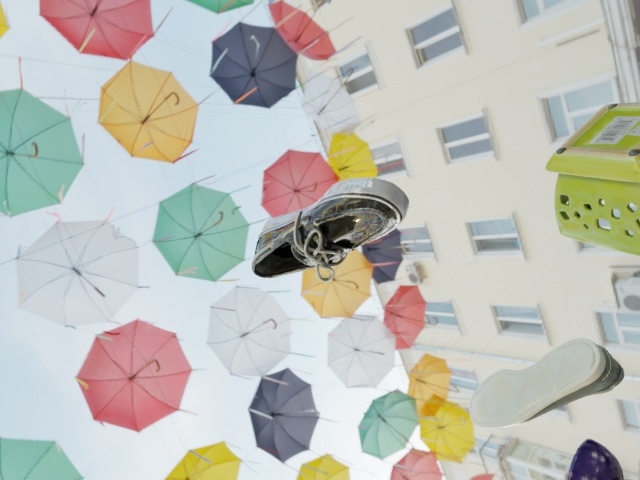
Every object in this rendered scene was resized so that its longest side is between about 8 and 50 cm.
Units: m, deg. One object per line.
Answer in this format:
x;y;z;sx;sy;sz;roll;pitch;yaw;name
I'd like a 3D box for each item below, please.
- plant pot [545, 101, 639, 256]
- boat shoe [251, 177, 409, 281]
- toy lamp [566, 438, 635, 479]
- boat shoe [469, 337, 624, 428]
0.579;-0.126;0.862;0.228;0.227;0.207;-41;-64;-10;plant pot
-0.003;-0.003;0.710;0.113;0.306;0.105;45;-130;-31;boat shoe
0.319;0.220;0.309;0.080;0.274;0.080;-2;-87;-40;toy lamp
0.430;0.299;0.908;0.099;0.319;0.116;25;-138;-19;boat shoe
